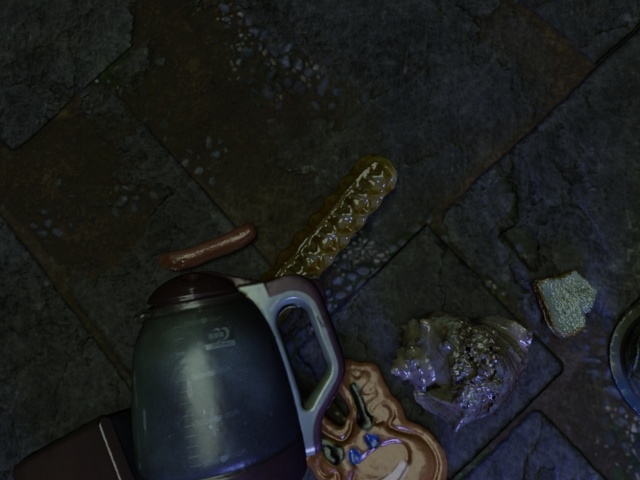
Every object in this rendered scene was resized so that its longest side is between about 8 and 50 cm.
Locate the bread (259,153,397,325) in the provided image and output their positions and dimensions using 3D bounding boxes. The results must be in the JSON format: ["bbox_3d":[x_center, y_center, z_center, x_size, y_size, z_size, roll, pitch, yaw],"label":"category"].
[{"bbox_3d":[0.000,0.000,0.827,0.084,0.077,0.368,38,86,11],"label":"bread"}]

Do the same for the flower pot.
[{"bbox_3d":[0.557,0.169,0.671,0.212,0.203,0.213,-1,75,5],"label":"flower pot"}]

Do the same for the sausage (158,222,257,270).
[{"bbox_3d":[-0.203,0.016,0.865,0.186,0.043,0.043,-20,78,2],"label":"sausage"}]

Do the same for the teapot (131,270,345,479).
[{"bbox_3d":[-0.118,0.193,0.701,0.314,0.233,0.313,-9,88,-11],"label":"teapot"}]

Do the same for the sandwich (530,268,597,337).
[{"bbox_3d":[0.401,0.102,0.781,0.093,0.036,0.105,-13,79,3],"label":"sandwich"}]

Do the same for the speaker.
[{"bbox_3d":[-0.326,0.402,0.747,0.192,0.153,0.231,-29,77,1],"label":"speaker"}]

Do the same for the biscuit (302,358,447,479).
[{"bbox_3d":[0.093,0.359,0.762,0.202,0.047,0.334,-38,78,-2],"label":"biscuit"}]

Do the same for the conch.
[{"bbox_3d":[0.229,0.193,0.752,0.245,0.163,0.179,-12,111,-13],"label":"conch"}]
